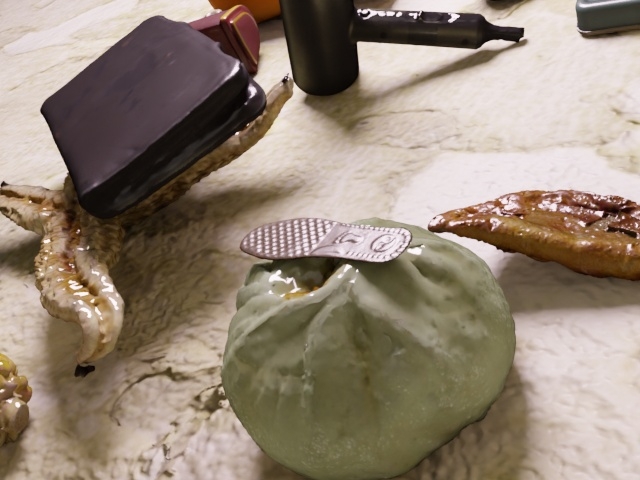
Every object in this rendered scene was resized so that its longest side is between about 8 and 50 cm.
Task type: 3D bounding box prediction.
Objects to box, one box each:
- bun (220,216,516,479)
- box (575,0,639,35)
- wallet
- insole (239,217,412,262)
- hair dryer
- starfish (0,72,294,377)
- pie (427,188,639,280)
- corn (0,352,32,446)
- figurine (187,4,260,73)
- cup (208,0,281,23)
[{"bbox_3d":[0.025,0.058,0.537,0.196,0.118,0.195,-16,37,12],"label":"bun"},{"bbox_3d":[0.306,-0.235,0.767,0.126,0.031,0.091,1,46,33],"label":"box"},{"bbox_3d":[-0.191,-0.148,0.845,0.197,0.051,0.377,-39,33,-5],"label":"wallet"},{"bbox_3d":[0.000,0.000,0.524,0.135,0.002,0.045,5,43,41],"label":"insole"},{"bbox_3d":[0.080,-0.234,0.819,0.249,0.195,0.077,5,58,9],"label":"hair dryer"},{"bbox_3d":[-0.183,-0.059,0.834,0.324,0.082,0.432,-40,30,-16],"label":"starfish"},{"bbox_3d":[0.180,-0.007,0.574,0.191,0.033,0.088,13,40,27],"label":"pie"},{"bbox_3d":[-0.371,0.106,0.712,0.288,0.086,0.086,16,52,17],"label":"corn"},{"bbox_3d":[-0.152,-0.254,1.044,0.154,0.082,0.098,-9,47,25],"label":"figurine"},{"bbox_3d":[-0.012,-0.384,1.068,0.264,0.182,0.226,-16,5,28],"label":"cup"}]
